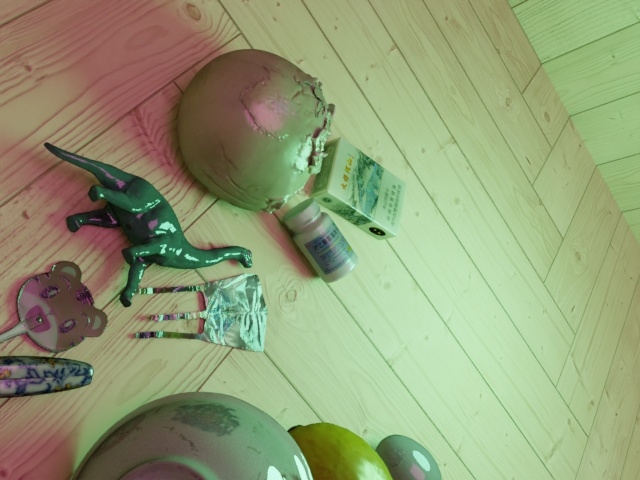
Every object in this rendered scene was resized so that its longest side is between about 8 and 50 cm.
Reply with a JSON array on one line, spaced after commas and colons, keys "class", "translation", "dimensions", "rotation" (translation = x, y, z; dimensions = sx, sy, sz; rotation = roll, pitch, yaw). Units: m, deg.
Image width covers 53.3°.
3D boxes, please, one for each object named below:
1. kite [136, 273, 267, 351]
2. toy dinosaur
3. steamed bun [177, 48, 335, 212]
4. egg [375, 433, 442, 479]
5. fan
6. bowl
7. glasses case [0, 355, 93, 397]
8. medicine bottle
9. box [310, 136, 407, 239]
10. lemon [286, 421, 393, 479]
[{"class": "kite", "translation": [-0.233, 0.138, 1.312], "dimensions": [0.310, 0.015, 0.169], "rotation": [12, 72, -42]}, {"class": "toy dinosaur", "translation": [-0.310, -0.059, 1.254], "dimensions": [0.331, 0.129, 0.383], "rotation": [-36, 102, -52]}, {"class": "steamed bun", "translation": [-0.131, -0.248, 1.352], "dimensions": [0.312, 0.233, 0.333], "rotation": [24, 63, -36]}, {"class": "egg", "translation": [0.204, 0.549, 1.504], "dimensions": [0.146, 0.146, 0.198], "rotation": [-32, 93, -41]}, {"class": "fan", "translation": [-0.485, 0.138, 1.092], "dimensions": [0.227, 0.008, 0.152], "rotation": [-32, 102, -42]}, {"class": "bowl", "translation": [-0.221, 0.433, 0.968], "dimensions": [0.435, 0.196, 0.434], "rotation": [-1, 68, 2]}, {"class": "glasses case", "translation": [-0.490, 0.216, 1.015], "dimensions": [0.248, 0.087, 0.065], "rotation": [8, 78, -40]}, {"class": "medicine bottle", "translation": [0.000, 0.000, 1.492], "dimensions": [0.186, 0.103, 0.103], "rotation": [56, 50, -17]}, {"class": "box", "translation": [0.105, -0.129, 1.640], "dimensions": [0.257, 0.069, 0.164], "rotation": [30, 61, -33]}, {"class": "lemon", "translation": [-0.007, 0.519, 1.206], "dimensions": [0.348, 0.348, 0.347], "rotation": [12, 72, -39]}]
